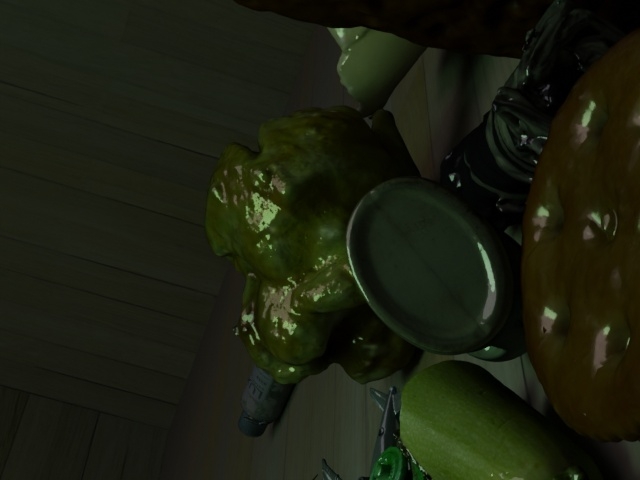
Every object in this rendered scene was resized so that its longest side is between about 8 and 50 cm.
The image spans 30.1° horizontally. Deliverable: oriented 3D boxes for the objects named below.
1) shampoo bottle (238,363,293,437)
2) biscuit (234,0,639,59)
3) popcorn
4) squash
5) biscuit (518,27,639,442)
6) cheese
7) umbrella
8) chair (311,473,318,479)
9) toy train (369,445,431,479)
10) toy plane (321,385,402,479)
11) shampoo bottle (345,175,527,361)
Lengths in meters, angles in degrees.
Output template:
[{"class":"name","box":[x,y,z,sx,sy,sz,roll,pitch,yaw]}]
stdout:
[{"class":"shampoo bottle","box":[-0.073,0.207,1.761,0.072,0.072,0.214,-86,15,-53]},{"class":"biscuit","box":[0.071,-0.249,0.713,0.342,0.395,0.166,127,152,-74]},{"class":"popcorn","box":[0.004,0.001,1.177,0.225,0.276,0.276,-31,27,19]},{"class":"squash","box":[0.116,0.139,0.698,0.075,0.090,0.200,-68,22,7]},{"class":"biscuit","box":[0.170,-0.003,0.602,0.220,0.066,0.220,-171,90,-76]},{"class":"cheese","box":[0.083,-0.259,1.275,0.233,0.127,0.266,-54,-1,18]},{"class":"umbrella","box":[0.151,-0.060,0.874,0.358,0.106,0.113,113,-179,-78]},{"class":"chair","box":[-0.007,0.292,1.294,0.037,0.042,0.086,-77,9,-46]},{"class":"toy train","box":[0.090,0.206,0.770,0.119,0.085,0.251,-50,24,30]},{"class":"toy plane","box":[0.053,0.227,1.000,0.226,0.058,0.226,-17,55,60]},{"class":"shampoo bottle","box":[0.097,0.027,0.804,0.087,0.118,0.234,-43,-18,9]}]
